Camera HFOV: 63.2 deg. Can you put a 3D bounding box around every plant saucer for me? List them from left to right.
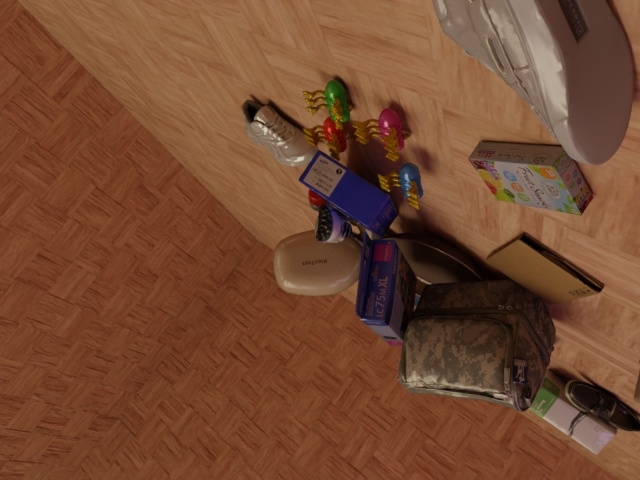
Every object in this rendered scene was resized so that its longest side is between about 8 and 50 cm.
[{"bbox_3d":[0.278,0.070,1.307,0.311,0.050,0.310,25,157,11],"label":"plant saucer"}]

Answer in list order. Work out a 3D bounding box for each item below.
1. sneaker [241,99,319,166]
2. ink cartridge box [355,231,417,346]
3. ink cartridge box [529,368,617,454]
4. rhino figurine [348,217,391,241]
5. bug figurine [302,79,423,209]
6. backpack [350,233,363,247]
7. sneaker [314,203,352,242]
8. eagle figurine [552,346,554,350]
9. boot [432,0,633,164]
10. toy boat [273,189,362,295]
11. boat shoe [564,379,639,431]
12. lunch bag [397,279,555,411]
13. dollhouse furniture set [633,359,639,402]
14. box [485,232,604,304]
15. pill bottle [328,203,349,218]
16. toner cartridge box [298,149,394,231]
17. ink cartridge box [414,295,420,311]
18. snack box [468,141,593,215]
[{"bbox_3d":[-0.106,-0.252,1.200,0.232,0.090,0.115,31,165,27],"label":"sneaker"},{"bbox_3d":[0.156,0.120,1.185,0.065,0.185,0.311,1,158,25],"label":"ink cartridge box"},{"bbox_3d":[0.744,0.503,1.544,0.220,0.092,0.160,34,-159,21],"label":"ink cartridge box"},{"bbox_3d":[0.144,-0.017,1.461,0.243,0.073,0.106,45,175,-6],"label":"rhino figurine"},{"bbox_3d":[0.082,-0.177,0.925,0.279,0.072,0.216,37,165,28],"label":"bug figurine"},{"bbox_3d":[0.108,0.041,1.765,0.114,0.105,0.084,36,173,-27],"label":"backpack"},{"bbox_3d":[0.032,-0.033,1.158,0.086,0.085,0.237,9,-178,-1],"label":"sneaker"},{"bbox_3d":[0.465,0.263,1.436,0.227,0.225,0.298,1,147,-26],"label":"eagle figurine"},{"bbox_3d":[0.193,-0.184,0.486,0.258,0.095,0.123,53,170,-31],"label":"boot"},{"bbox_3d":[0.000,0.000,1.493,0.268,0.317,0.148,-1,172,4],"label":"toy boat"},{"bbox_3d":[0.779,0.451,1.421,0.224,0.080,0.073,32,165,-4],"label":"boat shoe"},{"bbox_3d":[0.344,0.243,1.163,0.305,0.256,0.212,-6,132,43],"label":"lunch bag"},{"bbox_3d":[0.624,0.211,0.783,0.262,0.135,0.259,38,159,-8],"label":"dollhouse furniture set"},{"bbox_3d":[0.418,0.060,0.998,0.165,0.021,0.201,36,171,8],"label":"box"},{"bbox_3d":[0.051,-0.079,1.361,0.065,0.116,0.065,37,170,7],"label":"pill bottle"},{"bbox_3d":[0.074,-0.088,1.129,0.165,0.075,0.348,36,-176,10],"label":"toner cartridge box"},{"bbox_3d":[0.399,0.309,1.723,0.270,0.198,0.197,31,168,26],"label":"ink cartridge box"},{"bbox_3d":[0.286,-0.088,0.718,0.100,0.037,0.141,42,169,-32],"label":"snack box"}]
